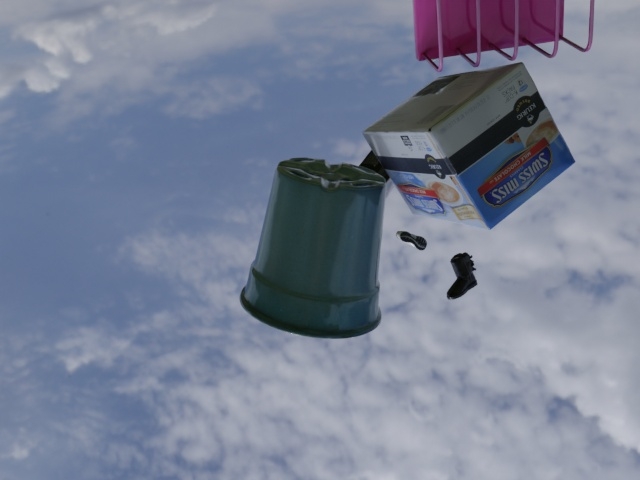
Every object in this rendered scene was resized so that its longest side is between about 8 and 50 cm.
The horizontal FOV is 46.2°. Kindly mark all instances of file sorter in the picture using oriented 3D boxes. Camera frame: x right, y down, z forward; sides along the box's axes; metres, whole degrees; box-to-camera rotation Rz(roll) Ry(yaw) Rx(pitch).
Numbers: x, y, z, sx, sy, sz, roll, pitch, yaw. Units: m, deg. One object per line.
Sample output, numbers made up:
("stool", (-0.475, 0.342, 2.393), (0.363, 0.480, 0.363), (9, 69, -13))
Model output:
("file sorter", (0.327, -0.427, 1.358), (0.290, 0.202, 0.182), (-9, -153, -2))

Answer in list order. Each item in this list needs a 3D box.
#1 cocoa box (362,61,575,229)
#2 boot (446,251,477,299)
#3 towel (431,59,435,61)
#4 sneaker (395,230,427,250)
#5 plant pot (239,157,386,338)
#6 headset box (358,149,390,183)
("cocoa box", (0.284, -0.188, 1.510), (0.231, 0.228, 0.347), (-37, -164, -10))
("boot", (0.377, 0.095, 2.049), (0.121, 0.099, 0.045), (-29, -163, -31))
("towel", (0.339, -0.579, 2.086), (0.113, 0.152, 0.023), (-41, -121, -11))
("sneaker", (0.271, -0.004, 2.239), (0.040, 0.109, 0.044), (-63, -153, -1))
("plant pot", (0.000, 0.000, 1.730), (0.341, 0.334, 0.341), (7, -161, -3))
("headset box", (0.192, -0.209, 2.572), (0.110, 0.293, 0.218), (35, -111, 9))
